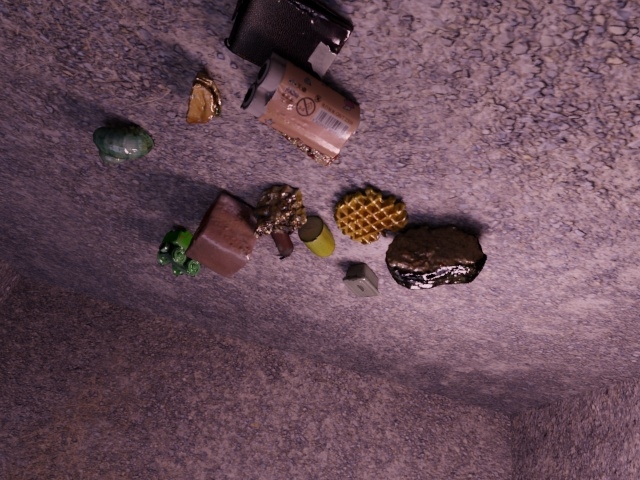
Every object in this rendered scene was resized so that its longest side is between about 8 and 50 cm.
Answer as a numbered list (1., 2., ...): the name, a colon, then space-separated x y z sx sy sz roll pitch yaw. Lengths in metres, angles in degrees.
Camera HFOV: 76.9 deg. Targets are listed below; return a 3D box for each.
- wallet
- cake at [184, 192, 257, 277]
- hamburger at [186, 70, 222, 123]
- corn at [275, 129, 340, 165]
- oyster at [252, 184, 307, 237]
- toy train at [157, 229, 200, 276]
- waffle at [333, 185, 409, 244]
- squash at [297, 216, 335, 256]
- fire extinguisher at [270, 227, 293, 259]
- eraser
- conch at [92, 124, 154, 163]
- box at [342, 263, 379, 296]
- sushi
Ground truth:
1. wallet: -0.082 -0.494 0.975 0.262 0.071 0.221 21 147 -20
2. cake: -0.401 -0.013 1.681 0.230 0.237 0.309 31 147 -16
3. hamburger: -0.335 -0.412 1.196 0.102 0.087 0.176 13 141 -19
4. corn: -0.054 -0.316 1.202 0.280 0.092 0.092 36 142 -30
5. oyster: -0.160 -0.105 1.534 0.214 0.083 0.223 -1 122 7
6. toy train: -0.660 0.061 1.938 0.132 0.188 0.243 -5 143 28
7. waffle: 0.182 -0.077 1.484 0.283 0.065 0.309 10 148 10
8. squash: 0.000 0.000 1.634 0.123 0.123 0.187 -6 145 30
9. fire extinguisher: -0.174 -0.001 1.738 0.089 0.072 0.268 -12 143 4
10. eraser: -0.045 -0.347 1.077 0.290 0.087 0.171 20 123 -32
11. conch: -0.710 -0.338 1.429 0.188 0.122 0.175 -4 167 35
12. box: 0.191 0.180 1.839 0.124 0.093 0.172 -9 140 33
13. sushi: 0.415 0.059 1.465 0.349 0.211 0.171 0 140 14
